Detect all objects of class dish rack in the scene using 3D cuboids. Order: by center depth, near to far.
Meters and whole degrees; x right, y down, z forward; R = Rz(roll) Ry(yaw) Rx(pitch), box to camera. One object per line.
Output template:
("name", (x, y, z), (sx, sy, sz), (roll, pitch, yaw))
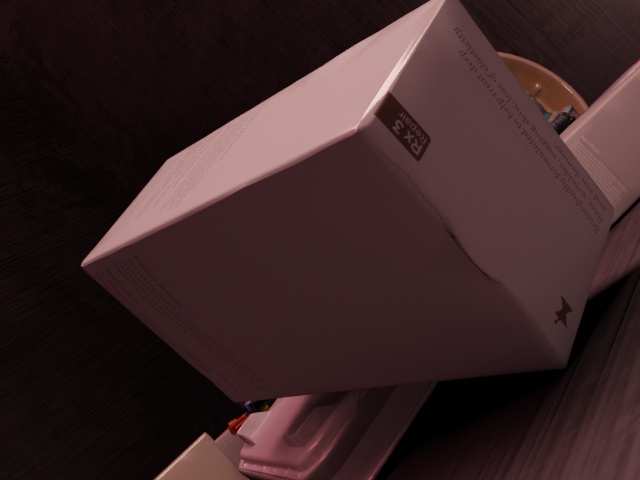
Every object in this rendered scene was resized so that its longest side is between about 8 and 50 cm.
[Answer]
("dish rack", (0.023, 0.142, 0.796), (0.286, 0.072, 0.333), (-51, 6, -22))

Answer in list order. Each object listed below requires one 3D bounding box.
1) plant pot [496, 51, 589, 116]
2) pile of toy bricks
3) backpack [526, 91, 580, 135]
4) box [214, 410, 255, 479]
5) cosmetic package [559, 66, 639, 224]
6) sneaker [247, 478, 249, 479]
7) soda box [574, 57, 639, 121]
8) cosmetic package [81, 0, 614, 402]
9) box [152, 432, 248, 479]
("plant pot", (0.339, -0.158, 1.583), (0.334, 0.334, 0.305), (-40, -16, -34))
("pile of toy bricks", (-0.088, 0.313, 1.378), (0.212, 0.118, 0.105), (-36, 11, -35))
("backpack", (0.293, -0.096, 1.112), (0.225, 0.191, 0.253), (-47, -11, 35))
("box", (-0.149, 0.408, 1.523), (0.087, 0.102, 0.101), (-41, -4, 10))
("cosmetic package", (0.289, -0.074, 0.826), (0.238, 0.107, 0.127), (-39, -5, -8))
("sneaker", (-0.072, 0.303, 0.999), (0.083, 0.071, 0.191), (-47, -3, -25))
("soda box", (0.445, -0.198, 1.015), (0.286, 0.098, 0.091), (-39, -6, -33))
("cosmetic package", (0.000, 0.000, 0.621), (0.384, 0.217, 0.156), (-18, 33, 46))
("box", (-0.260, 0.478, 1.385), (0.232, 0.127, 0.149), (-40, -6, -27))
